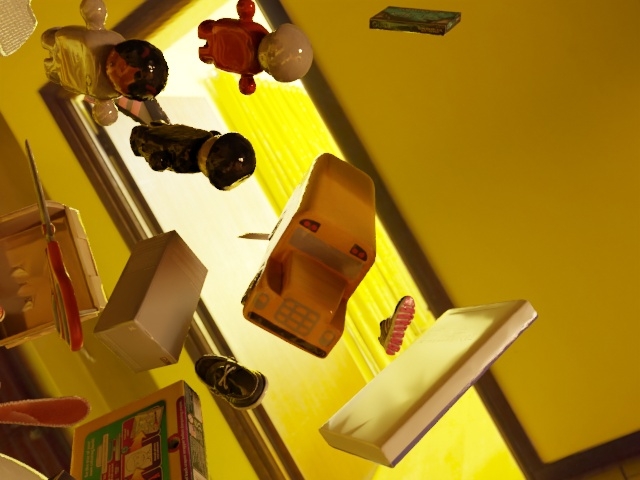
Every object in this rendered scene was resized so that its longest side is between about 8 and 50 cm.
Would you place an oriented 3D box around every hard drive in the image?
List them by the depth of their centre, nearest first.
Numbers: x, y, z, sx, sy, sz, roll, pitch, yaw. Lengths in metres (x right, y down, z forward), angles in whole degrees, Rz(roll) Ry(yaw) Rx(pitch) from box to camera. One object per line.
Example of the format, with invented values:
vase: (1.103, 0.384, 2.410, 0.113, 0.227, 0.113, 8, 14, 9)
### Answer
hard drive: (0.160, 0.206, 0.853, 0.319, 0.040, 0.210, -36, 4, -25)

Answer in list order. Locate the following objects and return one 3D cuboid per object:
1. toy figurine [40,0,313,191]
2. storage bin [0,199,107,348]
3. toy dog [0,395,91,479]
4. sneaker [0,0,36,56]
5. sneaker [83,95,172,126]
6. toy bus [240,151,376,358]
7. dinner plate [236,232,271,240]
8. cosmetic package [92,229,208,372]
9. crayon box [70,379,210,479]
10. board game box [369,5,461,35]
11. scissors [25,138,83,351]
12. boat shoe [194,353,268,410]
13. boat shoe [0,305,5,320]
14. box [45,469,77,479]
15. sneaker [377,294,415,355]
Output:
toy figurine: (-0.124, -0.175, 0.533, 0.213, 0.148, 0.209, -61, -31, -14)
storage bin: (-0.642, 0.080, 1.228, 0.260, 0.262, 0.123, -20, -7, -1)
toy dog: (-0.329, 0.281, 0.614, 0.161, 0.333, 0.220, -1, 44, 16)
sneaker: (-0.499, -0.372, 0.815, 0.126, 0.127, 0.321, -53, 22, -19)
sneaker: (-0.466, -0.331, 1.294, 0.131, 0.319, 0.112, -41, 18, -12)
toy bus: (0.000, 0.000, 0.703, 0.130, 0.108, 0.332, -56, 9, 22)
dinner plate: (-0.165, -0.012, 1.575, 0.141, 0.017, 0.141, 4, 2, 0)
cosmetic package: (-0.301, 0.107, 1.021, 0.107, 0.127, 0.238, -15, 36, 22)
crayon box: (-0.427, 0.553, 1.314, 0.313, 0.106, 0.363, -26, 40, 2)
board game box: (0.224, -0.521, 1.320, 0.186, 0.026, 0.126, 15, 39, 23)
scissors: (-0.357, 0.000, 0.747, 0.021, 0.297, 0.109, -9, 0, -33)
boat shoe: (-0.246, 0.369, 1.480, 0.302, 0.091, 0.114, -8, 48, 52)
boat shoe: (-0.592, 0.125, 0.907, 0.137, 0.049, 0.043, -9, -23, -14)
box: (-0.195, 0.234, 0.382, 0.207, 0.114, 0.036, -33, 19, 28)
sneaker: (0.197, 0.219, 1.501, 0.063, 0.170, 0.075, 11, 12, -33)
